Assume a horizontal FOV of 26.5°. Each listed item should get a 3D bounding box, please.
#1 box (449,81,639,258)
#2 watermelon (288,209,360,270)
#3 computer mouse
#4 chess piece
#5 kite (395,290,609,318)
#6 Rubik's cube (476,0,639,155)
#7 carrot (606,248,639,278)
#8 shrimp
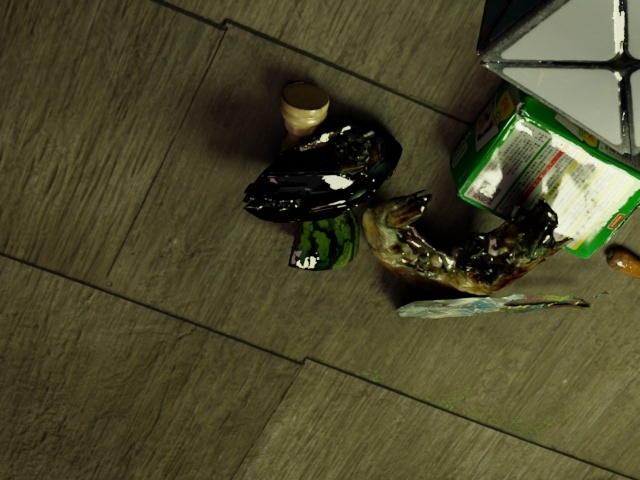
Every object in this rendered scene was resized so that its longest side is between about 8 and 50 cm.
[{"bbox_3d":[0.319,-0.100,1.868,0.250,0.103,0.180,26,123,-16],"label":"box"},{"bbox_3d":[0.000,0.000,1.980,0.094,0.125,0.135,-5,154,43],"label":"watermelon"},{"bbox_3d":[0.009,-0.081,1.859,0.241,0.078,0.146,-19,141,-12],"label":"computer mouse"},{"bbox_3d":[-0.029,-0.151,1.866,0.066,0.066,0.122,8,133,-4],"label":"chess piece"},{"bbox_3d":[0.264,0.098,2.035,0.309,0.015,0.169,-1,167,-8],"label":"kite"},{"bbox_3d":[0.361,-0.294,1.592,0.254,0.259,0.260,29,139,-18],"label":"Rubik's cube"},{"bbox_3d":[0.465,0.039,2.015,0.093,0.032,0.032,26,124,-21],"label":"carrot"},{"bbox_3d":[0.188,-0.005,1.880,0.233,0.071,0.365,28,155,-13],"label":"shrimp"}]
